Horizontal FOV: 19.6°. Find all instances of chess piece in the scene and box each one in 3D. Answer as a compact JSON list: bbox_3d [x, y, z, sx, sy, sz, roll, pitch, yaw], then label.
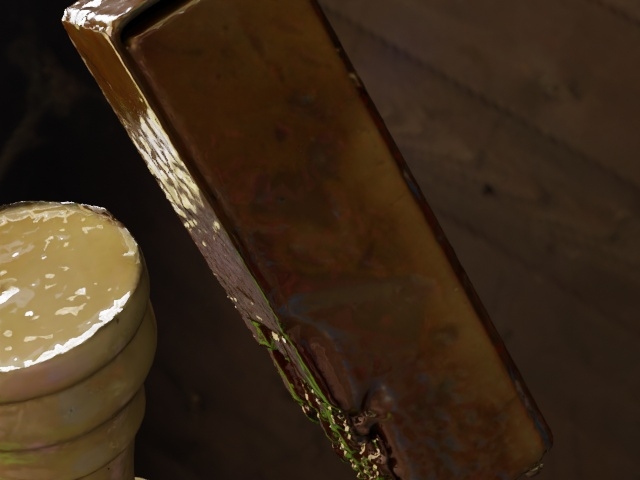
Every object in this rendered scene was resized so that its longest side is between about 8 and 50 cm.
[{"bbox_3d":[-0.108,0.166,0.935,0.117,0.117,0.397,21,-41,32],"label":"chess piece"}]

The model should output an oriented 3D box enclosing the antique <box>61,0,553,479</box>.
[{"bbox_3d":[0.000,0.000,0.897,0.310,0.093,0.087,60,-15,-22],"label":"antique"}]
